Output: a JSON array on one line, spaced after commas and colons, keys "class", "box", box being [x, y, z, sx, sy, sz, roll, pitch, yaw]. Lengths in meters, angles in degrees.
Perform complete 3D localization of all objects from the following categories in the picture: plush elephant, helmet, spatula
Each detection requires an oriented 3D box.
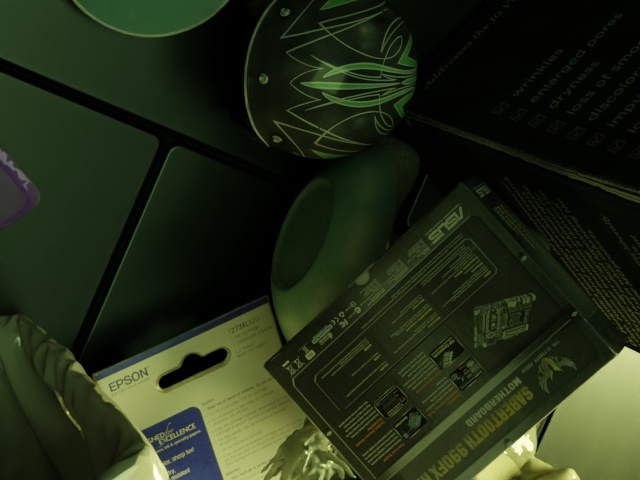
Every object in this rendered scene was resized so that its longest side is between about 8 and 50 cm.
[{"class": "plush elephant", "box": [0.120, 0.116, 1.657, 0.255, 0.272, 0.330, 25, 91, -37]}, {"class": "helmet", "box": [0.000, -0.146, 1.576, 0.169, 0.161, 0.169, -7, 107, -24]}, {"class": "spatula", "box": [-0.367, 0.029, 1.522, 0.296, 0.030, 0.084, -41, 116, -10]}]

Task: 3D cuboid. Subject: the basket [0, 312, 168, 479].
[{"class": "basket", "box": [-0.270, 0.282, 1.477, 0.331, 0.328, 0.266, -34, 120, -14]}]

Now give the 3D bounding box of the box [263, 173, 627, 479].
[{"class": "box", "box": [0.098, 0.090, 1.478, 0.231, 0.056, 0.183, -44, 85, 18]}]

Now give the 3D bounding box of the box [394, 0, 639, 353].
[{"class": "box", "box": [0.393, -0.139, 1.591, 0.480, 0.472, 0.297, -45, 119, -9]}]

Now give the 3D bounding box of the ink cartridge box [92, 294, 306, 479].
[{"class": "ink cartridge box", "box": [-0.082, 0.239, 1.699, 0.175, 0.069, 0.371, -24, 115, -18]}]

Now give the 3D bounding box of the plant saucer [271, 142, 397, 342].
[{"class": "plant saucer", "box": [0.000, 0.000, 1.600, 0.037, 0.195, 0.195, 22, 94, -23]}]

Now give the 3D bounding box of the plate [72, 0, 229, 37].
[{"class": "plate", "box": [-0.142, -0.264, 1.554, 0.188, 0.024, 0.188, -7, 106, -25]}]
